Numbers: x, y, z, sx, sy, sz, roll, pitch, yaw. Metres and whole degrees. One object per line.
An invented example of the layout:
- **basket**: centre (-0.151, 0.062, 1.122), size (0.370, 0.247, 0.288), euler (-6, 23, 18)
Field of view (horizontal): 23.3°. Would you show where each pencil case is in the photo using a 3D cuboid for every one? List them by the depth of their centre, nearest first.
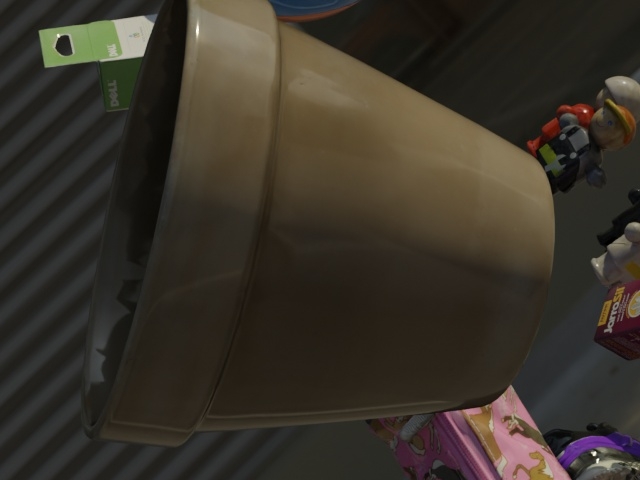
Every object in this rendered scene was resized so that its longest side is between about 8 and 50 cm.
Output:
- **pencil case**: centre (0.200, 0.284, 1.518), size (0.167, 0.386, 0.160), euler (-17, -25, -39)

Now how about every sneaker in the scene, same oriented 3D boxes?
- **sneaker**: centre (0.363, 0.268, 1.788), size (0.146, 0.293, 0.102), euler (42, 109, 51)

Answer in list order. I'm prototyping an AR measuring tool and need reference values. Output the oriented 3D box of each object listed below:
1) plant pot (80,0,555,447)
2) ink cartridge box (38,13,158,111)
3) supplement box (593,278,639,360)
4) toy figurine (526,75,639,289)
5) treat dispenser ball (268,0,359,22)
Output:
- **plant pot**: centre (0.000, 0.000, 1.096), size (0.323, 0.280, 0.323), euler (-169, 90, -76)
- **ink cartridge box**: centre (-0.188, -0.191, 1.651), size (0.209, 0.062, 0.109), euler (-9, 32, -9)
- **supplement box**: centre (0.277, 0.064, 1.312), size (0.083, 0.043, 0.055), euler (-28, 38, 60)
- **toy figurine**: centre (0.333, -0.064, 1.699), size (0.148, 0.213, 0.209), euler (-36, 2, 18)
- **treat dispenser ball**: centre (-0.033, -0.393, 1.767), size (0.288, 0.288, 0.288), euler (-43, 6, 5)
